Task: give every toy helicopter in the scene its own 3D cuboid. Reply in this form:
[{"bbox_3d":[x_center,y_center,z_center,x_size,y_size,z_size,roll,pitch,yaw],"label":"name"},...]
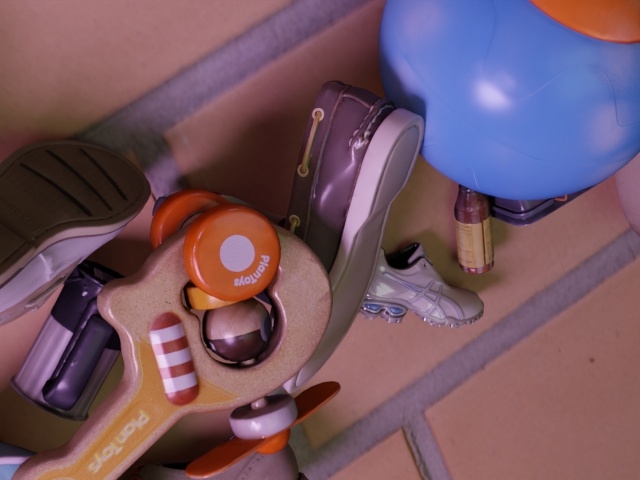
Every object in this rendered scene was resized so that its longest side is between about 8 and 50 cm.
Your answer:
[{"bbox_3d":[-0.127,0.139,1.458,0.355,0.140,0.235,-46,111,-9],"label":"toy helicopter"}]

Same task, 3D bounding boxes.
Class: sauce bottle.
[{"bbox_3d":[0.166,-0.026,1.787,0.042,0.042,0.128,-20,122,-24],"label":"sauce bottle"}]

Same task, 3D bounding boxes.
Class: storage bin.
[{"bbox_3d":[0.240,-0.089,1.778,0.135,0.098,0.091,-31,116,-17],"label":"storage bin"}]

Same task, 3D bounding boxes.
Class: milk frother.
[{"bbox_3d":[-0.255,0.080,1.541,0.143,0.129,0.135,29,96,4],"label":"milk frother"}]

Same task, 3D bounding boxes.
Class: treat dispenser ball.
[{"bbox_3d":[0.199,-0.182,1.573,0.288,0.288,0.288,-15,120,-27],"label":"treat dispenser ball"}]

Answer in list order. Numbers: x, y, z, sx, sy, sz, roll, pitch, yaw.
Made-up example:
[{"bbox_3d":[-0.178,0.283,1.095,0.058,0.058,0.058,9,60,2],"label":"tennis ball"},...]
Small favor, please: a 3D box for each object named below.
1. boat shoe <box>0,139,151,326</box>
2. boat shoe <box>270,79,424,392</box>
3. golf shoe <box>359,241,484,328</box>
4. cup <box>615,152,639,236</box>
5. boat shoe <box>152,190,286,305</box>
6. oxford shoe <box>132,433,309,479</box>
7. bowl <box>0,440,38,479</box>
[{"bbox_3d":[-0.264,0.000,1.432,0.103,0.113,0.302,-55,167,32],"label":"boat shoe"},{"bbox_3d":[0.000,0.000,1.565,0.116,0.096,0.324,-38,153,-53],"label":"boat shoe"},{"bbox_3d":[0.113,0.046,1.775,0.176,0.069,0.086,6,103,-36],"label":"golf shoe"},{"bbox_3d":[0.516,-0.117,1.802,0.331,0.237,0.331,-23,123,-40],"label":"cup"},{"bbox_3d":[-0.076,0.008,1.632,0.233,0.079,0.084,34,68,-52],"label":"boat shoe"},{"bbox_3d":[-0.180,0.296,1.697,0.348,0.123,0.130,-28,98,-17],"label":"oxford shoe"},{"bbox_3d":[-0.348,0.304,1.533,0.311,0.163,0.311,-15,119,-28],"label":"bowl"}]
